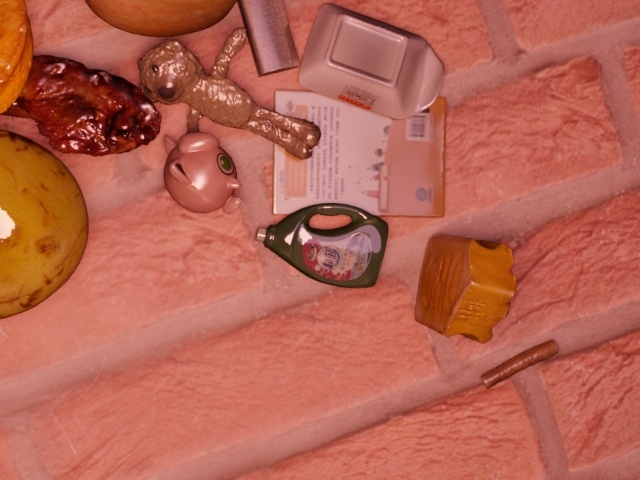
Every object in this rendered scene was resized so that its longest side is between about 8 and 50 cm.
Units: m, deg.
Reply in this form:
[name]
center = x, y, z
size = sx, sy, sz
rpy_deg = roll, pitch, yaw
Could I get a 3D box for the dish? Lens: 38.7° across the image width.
[dish]
center = 0.094, -0.296, 1.498
size = 0.234, 0.064, 0.154
rpy_deg = 18, 81, -9

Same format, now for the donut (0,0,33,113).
[donut]
center = -0.553, -0.286, 1.330
size = 0.303, 0.110, 0.303
rpy_deg = -1, 70, 4

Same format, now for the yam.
[yam]
center = 0.345, 0.214, 1.586
size = 0.145, 0.032, 0.032
rpy_deg = -26, 96, -9

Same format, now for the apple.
[apple]
center = -0.226, -0.419, 1.354
size = 0.234, 0.257, 0.257
rpy_deg = 20, 88, -17

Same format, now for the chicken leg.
[chicken leg]
center = -0.442, -0.205, 1.396
size = 0.407, 0.096, 0.158
rpy_deg = 5, 65, 1

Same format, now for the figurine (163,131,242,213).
[figurine]
center = -0.187, -0.105, 1.434
size = 0.138, 0.125, 0.125
rpy_deg = 40, 85, -28

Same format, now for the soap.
[soap]
center = 0.228, 0.074, 1.444
size = 0.080, 0.257, 0.160
rpy_deg = 10, 90, -10

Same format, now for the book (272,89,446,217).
[book]
center = 0.067, -0.143, 1.530
size = 0.295, 0.020, 0.208
rpy_deg = 1, 92, -10

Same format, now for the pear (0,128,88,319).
[pear]
center = -0.477, -0.025, 1.311
size = 0.283, 0.283, 0.283
rpy_deg = 0, 92, -10

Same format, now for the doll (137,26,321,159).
[doll]
center = -0.152, -0.209, 1.445
size = 0.203, 0.091, 0.286
rpy_deg = -24, 125, 32

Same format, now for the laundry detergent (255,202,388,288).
[laundry detergent]
center = 0.000, 0.000, 1.499
size = 0.211, 0.063, 0.137
rpy_deg = 13, 102, -9

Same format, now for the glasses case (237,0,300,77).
[glasses case]
center = -0.094, -0.374, 1.482
size = 0.071, 0.047, 0.205
rpy_deg = -16, 94, -10
